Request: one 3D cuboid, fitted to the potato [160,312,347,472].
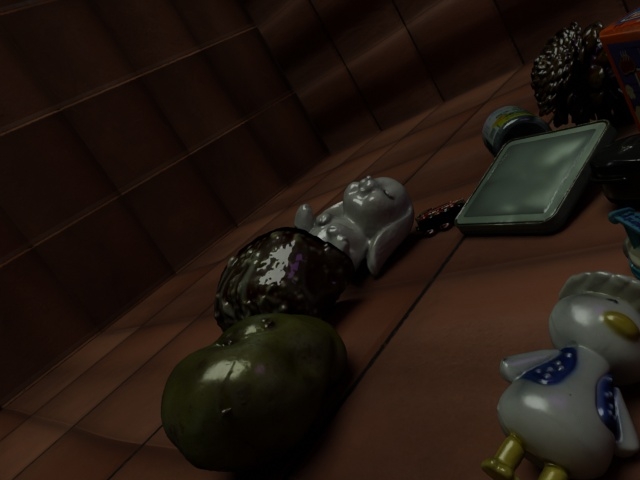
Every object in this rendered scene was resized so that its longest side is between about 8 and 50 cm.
[{"bbox_3d":[-0.085,0.220,0.830,0.218,0.202,0.351,-36,-4,33],"label":"potato"}]

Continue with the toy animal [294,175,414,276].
[{"bbox_3d":[0.104,-0.045,1.298,0.265,0.206,0.271,-42,40,-10],"label":"toy animal"}]

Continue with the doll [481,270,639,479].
[{"bbox_3d":[0.264,0.133,0.525,0.138,0.119,0.293,32,55,26],"label":"doll"}]

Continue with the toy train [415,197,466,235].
[{"bbox_3d":[0.296,-0.060,1.264,0.138,0.050,0.087,-25,12,25],"label":"toy train"}]

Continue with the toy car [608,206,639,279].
[{"bbox_3d":[0.461,-0.016,0.649,0.161,0.098,0.126,-30,16,14],"label":"toy car"}]

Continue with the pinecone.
[{"bbox_3d":[0.638,-0.375,1.209,0.292,0.246,0.246,6,15,-3],"label":"pinecone"}]

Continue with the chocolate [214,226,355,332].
[{"bbox_3d":[-0.108,0.126,1.153,0.340,0.225,0.210,-19,27,41],"label":"chocolate"}]

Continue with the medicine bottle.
[{"bbox_3d":[0.503,-0.274,1.369,0.141,0.141,0.293,-27,14,17],"label":"medicine bottle"}]

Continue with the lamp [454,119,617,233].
[{"bbox_3d":[0.428,-0.122,1.071,0.266,0.047,0.269,-52,20,-16],"label":"lamp"}]

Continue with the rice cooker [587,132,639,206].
[{"bbox_3d":[0.527,-0.116,0.847,0.112,0.106,0.165,-38,11,-24],"label":"rice cooker"}]

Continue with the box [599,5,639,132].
[{"bbox_3d":[0.727,-0.336,0.864,0.318,0.257,0.349,-28,14,10],"label":"box"}]
